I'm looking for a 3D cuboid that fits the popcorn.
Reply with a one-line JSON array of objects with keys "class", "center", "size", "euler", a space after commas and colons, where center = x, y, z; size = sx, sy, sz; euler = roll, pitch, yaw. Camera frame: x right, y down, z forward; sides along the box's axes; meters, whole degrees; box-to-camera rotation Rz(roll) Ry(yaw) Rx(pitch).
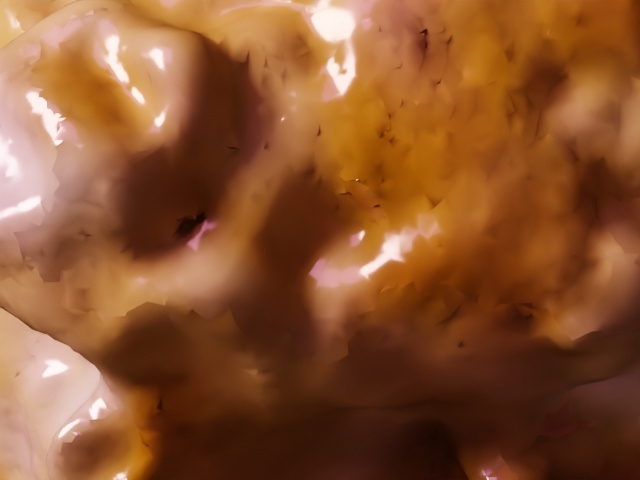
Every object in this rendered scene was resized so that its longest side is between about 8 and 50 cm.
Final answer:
[{"class": "popcorn", "center": [0.004, -0.018, 0.648], "size": [0.354, 0.344, 0.390], "euler": [-4, 51, 33]}]
